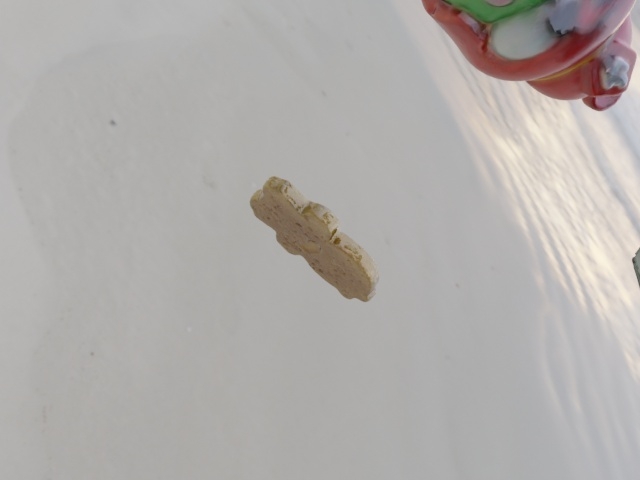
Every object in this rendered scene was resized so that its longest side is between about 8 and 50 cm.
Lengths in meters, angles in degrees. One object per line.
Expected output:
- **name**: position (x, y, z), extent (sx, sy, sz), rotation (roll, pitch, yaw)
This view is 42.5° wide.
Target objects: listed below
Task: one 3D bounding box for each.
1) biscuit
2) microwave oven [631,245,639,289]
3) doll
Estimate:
- **biscuit**: position (0.000, 0.000, 1.146), extent (0.225, 0.166, 0.036), rotation (42, 65, -6)
- **microwave oven**: position (0.402, 0.025, 0.715), extent (0.162, 0.208, 0.123), rotation (67, 12, -70)
- **doll**: position (0.177, -0.233, 0.697), extent (0.363, 0.182, 0.160), rotation (43, 4, -36)
